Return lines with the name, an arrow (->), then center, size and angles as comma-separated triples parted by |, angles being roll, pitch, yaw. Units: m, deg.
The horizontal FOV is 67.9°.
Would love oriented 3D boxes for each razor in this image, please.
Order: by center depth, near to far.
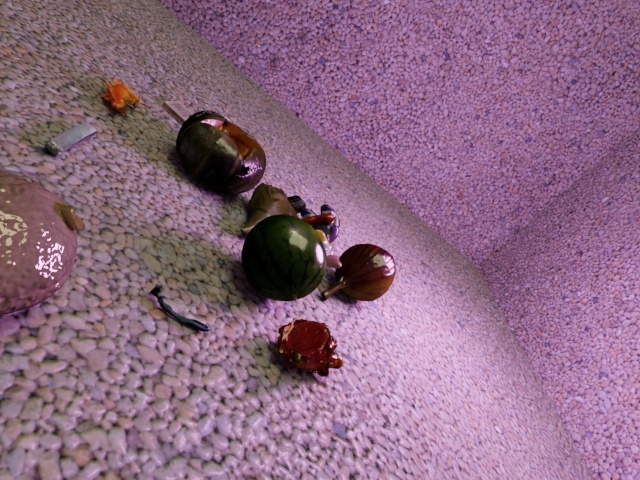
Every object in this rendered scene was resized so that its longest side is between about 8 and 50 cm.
razor -> -0.306, 0.158, 1.030 | 0.155, 0.044, 0.028 | 41, 51, -14

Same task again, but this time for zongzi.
zongzi -> -0.204, -0.101, 1.580 | 0.275, 0.125, 0.250 | 6, 42, -49

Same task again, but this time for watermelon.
watermelon -> -0.101, 0.049, 1.313 | 0.242, 0.242, 0.242 | 37, 22, -17

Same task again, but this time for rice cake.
rice cake -> -0.637, -0.261, 1.217 | 0.043, 0.034, 0.210 | 46, 19, -19

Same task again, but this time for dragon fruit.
dragon fruit -> -0.019, 0.274, 1.198 | 0.208, 0.150, 0.133 | 38, 50, -31

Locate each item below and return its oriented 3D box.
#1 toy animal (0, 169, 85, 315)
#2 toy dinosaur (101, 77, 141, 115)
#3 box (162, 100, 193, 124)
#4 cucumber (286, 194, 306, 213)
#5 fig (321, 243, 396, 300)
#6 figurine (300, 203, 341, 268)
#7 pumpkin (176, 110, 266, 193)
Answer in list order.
toy animal -> -0.503, 0.003, 0.743 | 0.227, 0.188, 0.358 | 28, 26, -26
toy dinosaur -> -0.656, -0.480, 1.562 | 0.117, 0.070, 0.288 | 34, 18, -22
box -> -0.510, -0.467, 1.847 | 0.198, 0.029, 0.109 | 42, 21, -2
cucumber -> -0.129, -0.132, 1.838 | 0.074, 0.074, 0.241 | 47, 23, 9
fig -> 0.118, 0.140, 1.649 | 0.217, 0.217, 0.321 | 48, 41, 11
figurine -> -0.001, -0.006, 1.738 | 0.421, 0.155, 0.193 | -74, 153, -75
pumpkin -> -0.331, -0.291, 1.607 | 0.321, 0.192, 0.320 | 34, 24, -18
